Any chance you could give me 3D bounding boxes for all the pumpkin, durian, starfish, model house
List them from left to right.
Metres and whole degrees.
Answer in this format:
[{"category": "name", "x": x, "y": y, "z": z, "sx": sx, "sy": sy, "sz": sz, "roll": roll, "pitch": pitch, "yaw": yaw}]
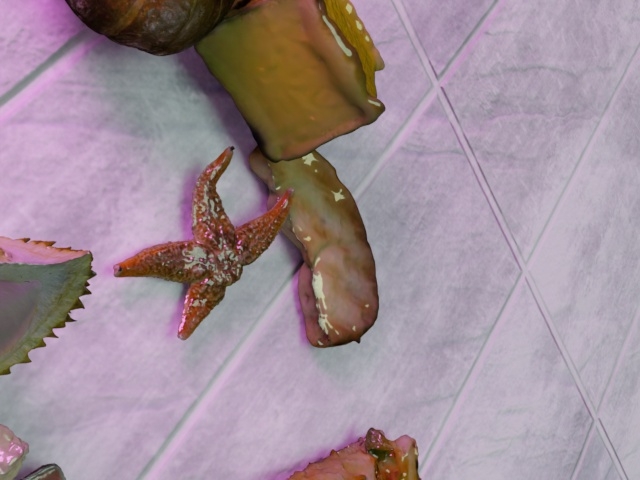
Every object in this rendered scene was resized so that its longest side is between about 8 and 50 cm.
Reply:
[{"category": "durian", "x": -0.349, "y": 0.038, "z": 0.707, "sx": 0.306, "sy": 0.166, "sz": 0.172, "roll": 21, "pitch": 67, "yaw": -31}, {"category": "pumpkin", "x": -0.187, "y": -0.286, "z": 0.935, "sx": 0.219, "sy": 0.162, "sz": 0.219, "roll": 30, "pitch": 42, "yaw": -32}, {"category": "starfish", "x": -0.127, "y": -0.006, "z": 1.044, "sx": 0.247, "sy": 0.050, "sz": 0.138, "roll": -54, "pitch": 127, "yaw": -31}, {"category": "model house", "x": -0.018, "y": -0.250, "z": 1.103, "sx": 0.193, "sy": 0.174, "sz": 0.234, "roll": 54, "pitch": 31, "yaw": -29}]

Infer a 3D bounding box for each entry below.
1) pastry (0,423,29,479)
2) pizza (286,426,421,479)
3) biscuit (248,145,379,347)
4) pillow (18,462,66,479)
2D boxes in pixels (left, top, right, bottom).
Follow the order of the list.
[{"category": "pastry", "x": -0.337, "y": 0.240, "z": 0.720, "sx": 0.089, "sy": 0.121, "sz": 0.258, "roll": 97, "pitch": 10, "yaw": -48}, {"category": "pizza", "x": 0.046, "y": 0.422, "z": 1.167, "sx": 0.392, "sy": 0.080, "sz": 0.435, "roll": -50, "pitch": 130, "yaw": -46}, {"category": "biscuit", "x": 0.002, "y": -0.003, "z": 1.200, "sx": 0.154, "sy": 0.045, "sz": 0.299, "roll": -31, "pitch": 108, "yaw": -45}, {"category": "pillow", "x": -0.313, "y": 0.309, "z": 0.810, "sx": 0.232, "sy": 0.043, "sz": 0.126, "roll": -32, "pitch": 106, "yaw": -43}]
